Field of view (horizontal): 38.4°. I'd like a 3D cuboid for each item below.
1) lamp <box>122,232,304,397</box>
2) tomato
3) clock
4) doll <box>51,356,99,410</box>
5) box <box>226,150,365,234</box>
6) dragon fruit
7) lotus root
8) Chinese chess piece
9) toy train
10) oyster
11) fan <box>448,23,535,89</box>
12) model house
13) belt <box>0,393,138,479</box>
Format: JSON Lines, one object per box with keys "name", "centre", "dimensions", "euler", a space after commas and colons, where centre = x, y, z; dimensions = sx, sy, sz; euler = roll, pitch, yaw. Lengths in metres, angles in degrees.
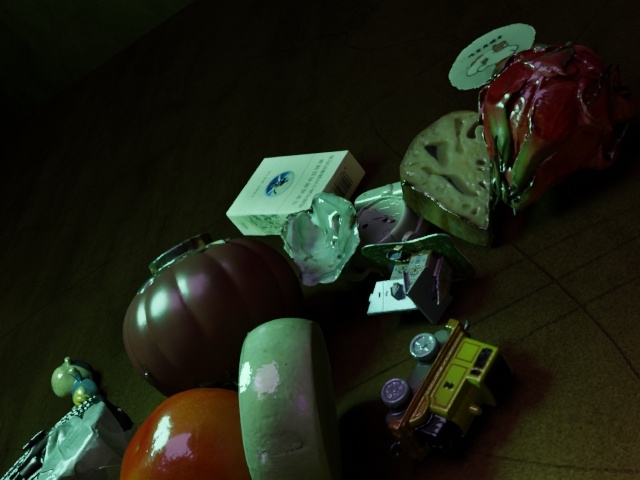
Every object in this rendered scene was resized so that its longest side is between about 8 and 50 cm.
{"name": "lamp", "centre": [-0.172, 0.125, 1.498], "dimensions": [0.303, 0.257, 0.303], "euler": [-29, -6, -3]}
{"name": "tomato", "centre": [-0.187, 0.332, 1.315], "dimensions": [0.260, 0.180, 0.260], "euler": [-49, 24, 31]}
{"name": "clock", "centre": [0.108, -0.013, 1.565], "dimensions": [0.151, 0.062, 0.191], "euler": [-14, 41, 37]}
{"name": "doll", "centre": [-0.486, 0.290, 1.821], "dimensions": [0.088, 0.102, 0.179], "euler": [-1, 20, -18]}
{"name": "box", "centre": [-0.052, -0.092, 1.833], "dimensions": [0.256, 0.069, 0.164], "euler": [1, 50, 47]}
{"name": "dragon fruit", "centre": [0.344, -0.165, 1.383], "dimensions": [0.233, 0.233, 0.293], "euler": [1, 70, 48]}
{"name": "lotus root", "centre": [0.216, -0.107, 1.503], "dimensions": [0.170, 0.074, 0.261], "euler": [6, 52, 17]}
{"name": "Chinese chess piece", "centre": [-0.037, 0.229, 1.237], "dimensions": [0.101, 0.250, 0.250], "euler": [-8, 38, 7]}
{"name": "toy train", "centre": [0.166, 0.199, 1.211], "dimensions": [0.127, 0.089, 0.219], "euler": [13, 58, 42]}
{"name": "oyster", "centre": [-0.003, -0.002, 1.550], "dimensions": [0.252, 0.087, 0.199], "euler": [-7, 51, 59]}
{"name": "fan", "centre": [0.339, -0.327, 1.758], "dimensions": [0.190, 0.009, 0.329], "euler": [-30, 32, 18]}
{"name": "model house", "centre": [0.137, 0.066, 1.387], "dimensions": [0.167, 0.117, 0.088], "euler": [-9, 47, 37]}
{"name": "belt", "centre": [-0.437, 0.395, 1.552], "dimensions": [0.289, 0.164, 0.184], "euler": [-47, 26, -14]}
